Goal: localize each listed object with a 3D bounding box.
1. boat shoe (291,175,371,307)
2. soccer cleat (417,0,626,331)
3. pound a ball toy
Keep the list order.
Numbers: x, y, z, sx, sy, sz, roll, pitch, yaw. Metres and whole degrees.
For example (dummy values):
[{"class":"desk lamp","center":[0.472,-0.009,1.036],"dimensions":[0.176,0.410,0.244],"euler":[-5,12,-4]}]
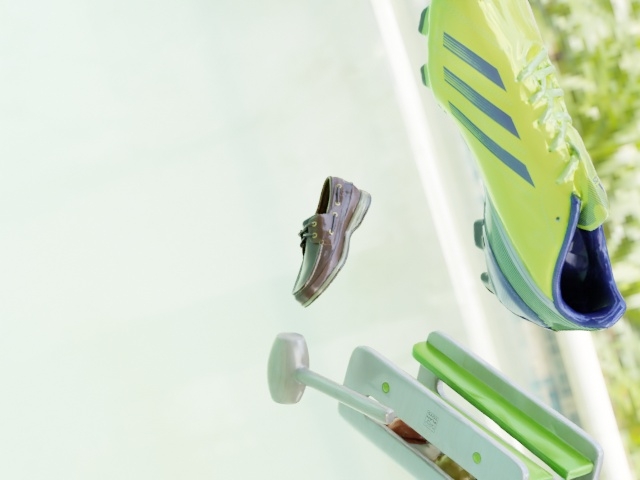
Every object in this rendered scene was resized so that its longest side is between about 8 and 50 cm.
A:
[{"class":"boat shoe","center":[0.000,0.000,1.871],"dimensions":[0.060,0.064,0.178],"euler":[36,54,-16]},{"class":"soccer cleat","center":[0.148,-0.062,1.094],"dimensions":[0.121,0.093,0.289],"euler":[20,-43,46]},{"class":"pound a ball toy","center":[0.105,0.211,1.697],"dimensions":[0.319,0.208,0.136],"euler":[34,-59,42]}]
